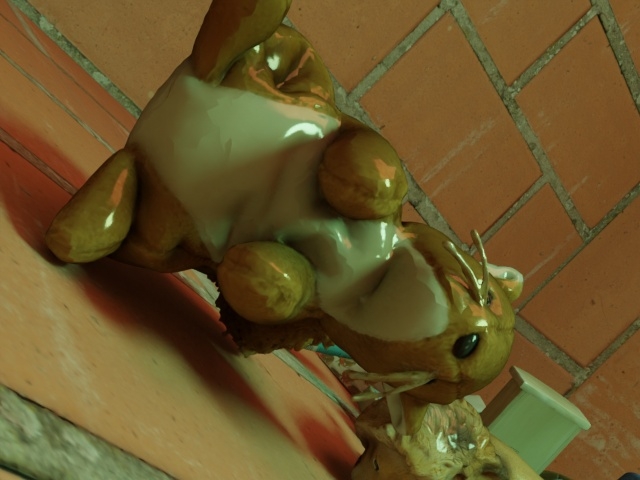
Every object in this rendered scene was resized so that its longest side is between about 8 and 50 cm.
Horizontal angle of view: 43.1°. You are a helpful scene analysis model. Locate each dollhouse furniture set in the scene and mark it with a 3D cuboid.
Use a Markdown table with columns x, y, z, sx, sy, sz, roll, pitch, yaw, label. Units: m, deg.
| x | y | z | sx | sy | sz | roll | pitch | yaw | label |
| --- | --- | --- | --- | --- | --- | --- | --- | --- | --- |
| 0.204 | 0.216 | 1.243 | 0.286 | 0.198 | 0.303 | 34 | 13 | -21 | dollhouse furniture set |

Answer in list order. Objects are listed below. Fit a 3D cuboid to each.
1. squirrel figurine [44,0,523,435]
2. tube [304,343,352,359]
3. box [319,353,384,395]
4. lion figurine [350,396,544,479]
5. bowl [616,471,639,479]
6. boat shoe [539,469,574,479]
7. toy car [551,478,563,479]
| x | y | z | sx | sy | sz | roll | pitch | yaw | label |
| --- | --- | --- | --- | --- | --- | --- | --- | --- | --- |
| 0.000 | 0.000 | 0.759 | 0.370 | 0.281 | 0.397 | 34 | -9 | -5 | squirrel figurine |
| 0.043 | 0.155 | 1.197 | 0.207 | 0.052 | 0.080 | 18 | 2 | -7 | tube |
| 0.122 | 0.290 | 1.381 | 0.324 | 0.063 | 0.067 | 46 | 3 | 33 | box |
| 0.192 | 0.276 | 0.903 | 0.392 | 0.142 | 0.240 | 29 | -14 | -14 | lion figurine |
| 0.427 | 0.417 | 0.855 | 0.391 | 0.077 | 0.391 | 53 | 0 | -1 | bowl |
| 0.436 | 0.525 | 1.630 | 0.341 | 0.122 | 0.110 | 23 | -25 | 37 | boat shoe |
| 0.441 | 0.444 | 1.176 | 0.210 | 0.238 | 0.219 | 52 | 20 | -63 | toy car |
